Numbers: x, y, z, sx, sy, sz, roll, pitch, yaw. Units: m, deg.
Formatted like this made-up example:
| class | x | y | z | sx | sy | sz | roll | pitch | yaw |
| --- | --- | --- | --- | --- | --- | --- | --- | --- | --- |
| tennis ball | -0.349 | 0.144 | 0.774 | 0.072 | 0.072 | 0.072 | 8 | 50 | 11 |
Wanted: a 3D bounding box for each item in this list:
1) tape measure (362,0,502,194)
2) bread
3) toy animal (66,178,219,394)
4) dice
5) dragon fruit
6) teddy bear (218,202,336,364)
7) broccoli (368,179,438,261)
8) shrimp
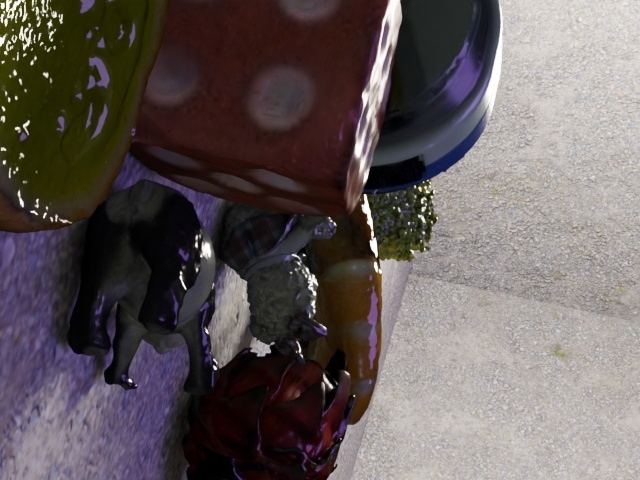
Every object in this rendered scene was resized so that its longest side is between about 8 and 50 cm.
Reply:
| class | x | y | z | sx | sy | sz | roll | pitch | yaw |
| --- | --- | --- | --- | --- | --- | --- | --- | --- | --- |
| tape measure | 0.040 | -0.174 | 0.983 | 0.138 | 0.262 | 0.259 | 45 | 56 | -67 |
| bread | -0.138 | -0.118 | 0.492 | 0.236 | 0.069 | 0.236 | 13 | 90 | -80 |
| toy animal | -0.121 | 0.041 | 0.762 | 0.225 | 0.093 | 0.121 | 79 | 15 | -65 |
| dice | -0.038 | -0.122 | 0.766 | 0.175 | 0.179 | 0.174 | 55 | 48 | -75 |
| dragon fruit | -0.059 | 0.199 | 1.085 | 0.182 | 0.182 | 0.189 | 64 | 28 | -75 |
| teddy bear | -0.048 | 0.010 | 1.055 | 0.133 | 0.111 | 0.213 | -33 | -137 | 35 |
| broccoli | 0.112 | -0.061 | 1.750 | 0.273 | 0.180 | 0.243 | 44 | 57 | -80 |
| shrimp | 0.000 | 0.000 | 1.259 | 0.272 | 0.085 | 0.445 | 169 | -83 | -70 |
